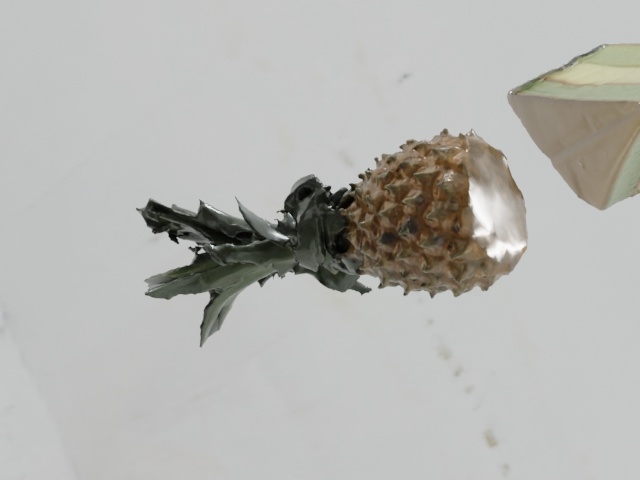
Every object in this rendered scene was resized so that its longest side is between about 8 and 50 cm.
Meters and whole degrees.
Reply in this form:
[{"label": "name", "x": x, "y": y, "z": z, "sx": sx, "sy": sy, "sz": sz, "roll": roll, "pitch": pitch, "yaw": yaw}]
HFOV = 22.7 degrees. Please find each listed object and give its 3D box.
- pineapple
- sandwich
[{"label": "pineapple", "x": 0.000, "y": 0.000, "z": 1.117, "sx": 0.277, "sy": 0.130, "sz": 0.119, "roll": -12, "pitch": -83, "yaw": 34}, {"label": "sandwich", "x": 0.237, "y": -0.129, "z": 1.244, "sx": 0.117, "sy": 0.187, "sz": 0.144, "roll": -28, "pitch": -111, "yaw": -15}]
